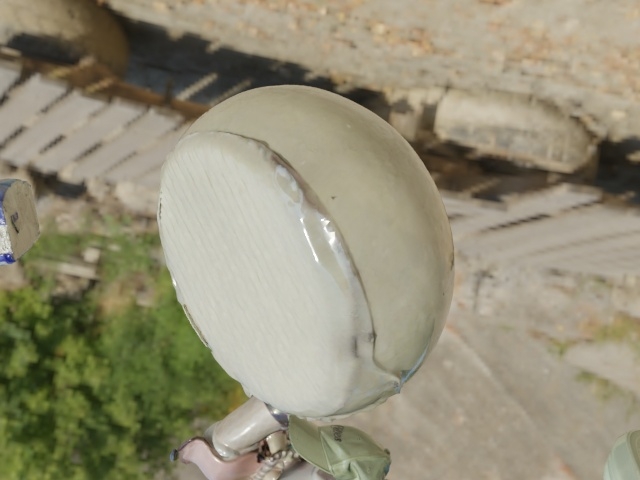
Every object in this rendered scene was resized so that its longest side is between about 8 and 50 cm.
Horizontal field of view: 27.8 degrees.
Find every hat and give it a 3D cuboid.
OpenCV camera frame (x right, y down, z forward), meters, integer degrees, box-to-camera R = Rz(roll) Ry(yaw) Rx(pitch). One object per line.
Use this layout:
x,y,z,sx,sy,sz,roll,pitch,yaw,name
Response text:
0.024,0.270,1.683,0.166,0.081,0.122,38,-176,-5,hat

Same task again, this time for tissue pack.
-0.639,-0.020,2.225,0.269,0.137,0.209,-8,-165,5,tissue pack

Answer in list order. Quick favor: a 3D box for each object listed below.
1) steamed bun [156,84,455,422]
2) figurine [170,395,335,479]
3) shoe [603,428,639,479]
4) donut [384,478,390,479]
0.000,0.000,1.437,0.241,0.375,0.374,-31,-166,-33,steamed bun
-0.035,0.402,1.905,0.361,0.211,0.253,49,167,17,figurine
0.323,0.371,1.230,0.131,0.363,0.160,5,150,-44,shoe
0.131,0.519,2.137,0.330,0.160,0.330,31,-162,-11,donut
